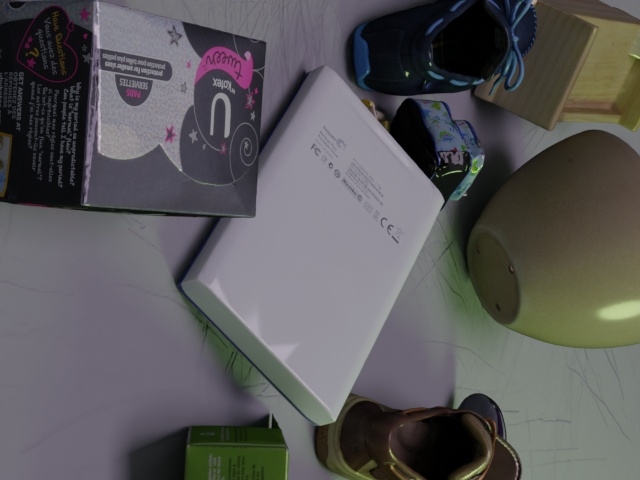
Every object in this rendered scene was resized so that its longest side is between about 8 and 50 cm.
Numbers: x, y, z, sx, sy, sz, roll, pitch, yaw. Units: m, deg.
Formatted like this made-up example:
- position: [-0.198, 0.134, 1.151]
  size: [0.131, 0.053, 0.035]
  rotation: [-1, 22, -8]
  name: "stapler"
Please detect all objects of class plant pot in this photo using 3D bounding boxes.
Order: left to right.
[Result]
- position: [0.300, 0.020, 2.141]
  size: [0.191, 0.284, 0.284]
  rotation: [-18, 113, -22]
  name: "plant pot"

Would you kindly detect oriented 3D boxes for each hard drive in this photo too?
- position: [0.000, 0.000, 1.717]
  size: [0.210, 0.040, 0.318]
  rotation: [47, 49, -22]
  name: "hard drive"

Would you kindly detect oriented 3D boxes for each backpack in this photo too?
- position: [0.128, -0.101, 1.919]
  size: [0.084, 0.105, 0.114]
  rotation: [-1, 53, -28]
  name: "backpack"

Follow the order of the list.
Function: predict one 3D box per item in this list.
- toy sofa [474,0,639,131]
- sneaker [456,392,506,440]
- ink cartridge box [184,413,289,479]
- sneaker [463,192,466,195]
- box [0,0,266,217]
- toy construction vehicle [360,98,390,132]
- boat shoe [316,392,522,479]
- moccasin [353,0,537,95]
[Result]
- position: [0.330, -0.247, 2.276]
  size: [0.362, 0.177, 0.150]
  rotation: [-7, 124, -61]
  name: "toy sofa"
- position: [0.164, 0.283, 2.075]
  size: [0.098, 0.083, 0.223]
  rotation: [43, 57, -48]
  name: "sneaker"
- position: [-0.086, 0.272, 1.628]
  size: [0.255, 0.097, 0.188]
  rotation: [-164, -103, -85]
  name: "ink cartridge box"
- position: [0.134, -0.069, 1.992]
  size: [0.118, 0.067, 0.042]
  rotation: [-21, 110, -58]
  name: "sneaker"
- position: [-0.166, -0.104, 1.379]
  size: [0.247, 0.142, 0.163]
  rotation: [4, 90, -61]
  name: "box"
- position: [0.059, -0.102, 1.889]
  size: [0.086, 0.035, 0.098]
  rotation: [21, 75, -60]
  name: "toy construction vehicle"
- position: [0.145, 0.248, 1.930]
  size: [0.342, 0.123, 0.123]
  rotation: [26, 70, -46]
  name: "boat shoe"
- position: [0.174, -0.219, 1.962]
  size: [0.342, 0.117, 0.137]
  rotation: [-28, 114, -49]
  name: "moccasin"
